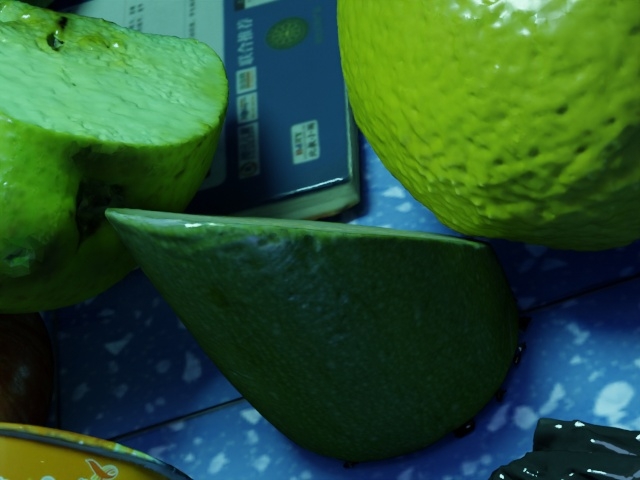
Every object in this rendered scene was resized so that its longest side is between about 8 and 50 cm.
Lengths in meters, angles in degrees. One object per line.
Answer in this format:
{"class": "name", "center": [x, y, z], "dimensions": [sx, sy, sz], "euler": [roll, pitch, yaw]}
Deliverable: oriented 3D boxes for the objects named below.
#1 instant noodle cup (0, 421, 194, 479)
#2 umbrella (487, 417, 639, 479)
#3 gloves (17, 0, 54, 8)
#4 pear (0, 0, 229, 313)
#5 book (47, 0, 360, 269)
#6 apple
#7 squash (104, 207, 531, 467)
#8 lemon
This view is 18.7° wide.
{"class": "instant noodle cup", "center": [-0.178, 0.223, 1.069], "dimensions": [0.230, 0.230, 0.182], "euler": [-8, 58, 18]}
{"class": "umbrella", "center": [0.253, 0.138, 1.021], "dimensions": [0.340, 0.118, 0.118], "euler": [-5, 50, 15]}
{"class": "gloves", "center": [-0.247, -0.222, 1.499], "dimensions": [0.135, 0.107, 0.268], "euler": [-9, 25, 26]}
{"class": "pear", "center": [-0.189, -0.044, 1.203], "dimensions": [0.292, 0.292, 0.159], "euler": [39, 117, 41]}
{"class": "book", "center": [-0.179, -0.087, 1.442], "dimensions": [0.428, 0.039, 0.300], "euler": [-14, 47, 14]}
{"class": "apple", "center": [-0.243, 0.091, 1.262], "dimensions": [0.146, 0.131, 0.146], "euler": [-3, 50, 4]}
{"class": "squash", "center": [0.000, 0.000, 1.137], "dimensions": [0.189, 0.260, 0.189], "euler": [-15, 47, 17]}
{"class": "lemon", "center": [0.137, -0.128, 1.176], "dimensions": [0.268, 0.268, 0.322], "euler": [-43, 23, -13]}
